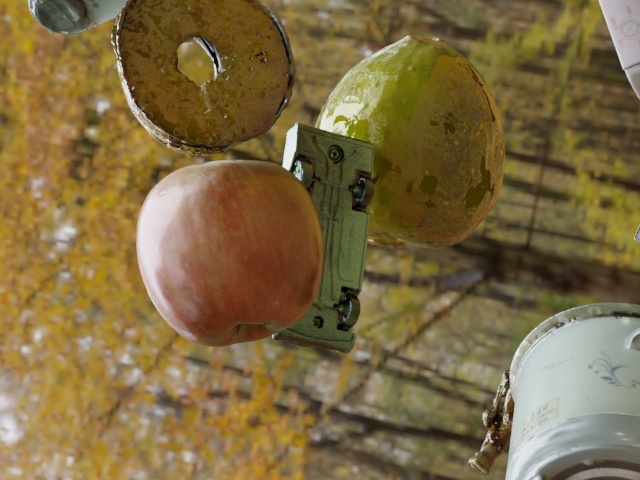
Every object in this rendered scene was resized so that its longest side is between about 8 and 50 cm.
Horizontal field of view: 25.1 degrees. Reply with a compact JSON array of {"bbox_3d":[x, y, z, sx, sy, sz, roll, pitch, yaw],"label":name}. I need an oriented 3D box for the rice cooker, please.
[{"bbox_3d":[0.339,0.223,1.634,0.316,0.264,0.316,-160,90,-89],"label":"rice cooker"}]

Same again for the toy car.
[{"bbox_3d":[0.000,0.000,2.076,0.097,0.141,0.320,-18,62,60],"label":"toy car"}]

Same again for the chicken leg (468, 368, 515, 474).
[{"bbox_3d":[0.248,0.235,1.917,0.178,0.070,0.093,-53,-52,-28],"label":"chicken leg"}]

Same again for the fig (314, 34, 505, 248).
[{"bbox_3d":[0.137,-0.155,2.293,0.343,0.343,0.343,12,-90,-74],"label":"fig"}]

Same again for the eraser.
[{"bbox_3d":[0.543,-0.422,2.544,0.061,0.089,0.352,0,-108,-62],"label":"eraser"}]

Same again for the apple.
[{"bbox_3d":[-0.089,0.013,1.443,0.188,0.188,0.174,42,-147,-72],"label":"apple"}]

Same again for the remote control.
[{"bbox_3d":[-0.327,-0.379,2.145,0.104,0.247,0.052,49,-145,-39],"label":"remote control"}]

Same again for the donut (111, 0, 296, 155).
[{"bbox_3d":[-0.171,-0.241,2.033,0.107,0.272,0.272,128,162,-67],"label":"donut"}]

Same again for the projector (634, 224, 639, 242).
[{"bbox_3d":[0.622,0.003,2.447,0.115,0.147,0.061,3,-68,-66],"label":"projector"}]
